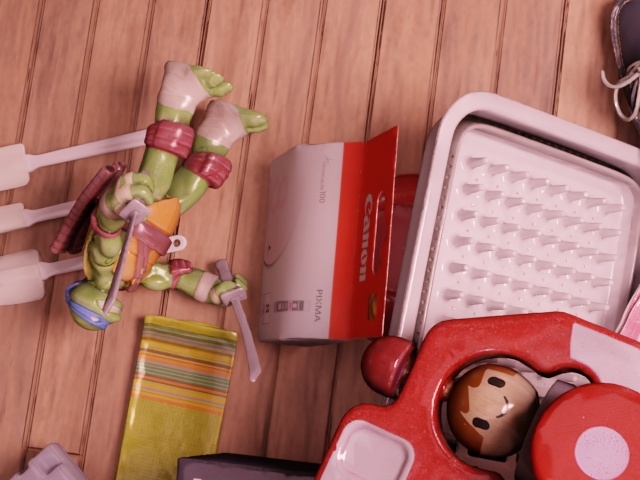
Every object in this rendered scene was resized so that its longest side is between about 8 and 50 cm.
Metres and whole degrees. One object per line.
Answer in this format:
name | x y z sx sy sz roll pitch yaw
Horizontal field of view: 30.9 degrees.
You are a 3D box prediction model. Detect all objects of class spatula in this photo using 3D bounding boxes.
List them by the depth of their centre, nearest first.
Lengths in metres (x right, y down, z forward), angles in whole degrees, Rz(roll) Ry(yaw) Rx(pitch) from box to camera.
spatula | -0.265 -0.029 1.224 0.242 0.019 0.168 -11 80 3

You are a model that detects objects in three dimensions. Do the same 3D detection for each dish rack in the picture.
dish rack | 0.182 0.053 1.063 0.285 0.072 0.333 15 83 -28

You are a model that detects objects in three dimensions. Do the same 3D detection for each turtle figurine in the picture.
turtle figurine | -0.120 -0.019 1.107 0.198 0.274 0.266 28 78 -27

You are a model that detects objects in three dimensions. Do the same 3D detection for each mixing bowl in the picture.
mixing bowl | 0.084 0.014 1.123 0.181 0.098 0.181 -1 82 8

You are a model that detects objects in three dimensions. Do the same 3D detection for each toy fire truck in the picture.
toy fire truck | 0.121 0.189 0.882 0.254 0.169 0.302 22 83 18

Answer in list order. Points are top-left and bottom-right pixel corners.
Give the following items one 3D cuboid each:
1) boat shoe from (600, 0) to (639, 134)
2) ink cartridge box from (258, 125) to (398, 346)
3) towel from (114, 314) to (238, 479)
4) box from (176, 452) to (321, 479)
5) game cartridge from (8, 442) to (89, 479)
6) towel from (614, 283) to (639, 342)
boat shoe | 0.329 -0.134 1.092 0.095 0.079 0.254 -32 62 39
ink cartridge box | 0.000 0.000 1.073 0.066 0.232 0.189 6 82 -13
towel | -0.152 0.198 1.169 0.102 0.021 0.237 9 83 10
box | 0.036 0.365 1.036 0.343 0.179 0.312 6 83 9
game cartridge | -0.304 0.369 1.140 0.294 0.060 0.196 -44 75 6
towel | 0.379 0.096 1.074 0.197 0.029 0.144 32 79 -1
